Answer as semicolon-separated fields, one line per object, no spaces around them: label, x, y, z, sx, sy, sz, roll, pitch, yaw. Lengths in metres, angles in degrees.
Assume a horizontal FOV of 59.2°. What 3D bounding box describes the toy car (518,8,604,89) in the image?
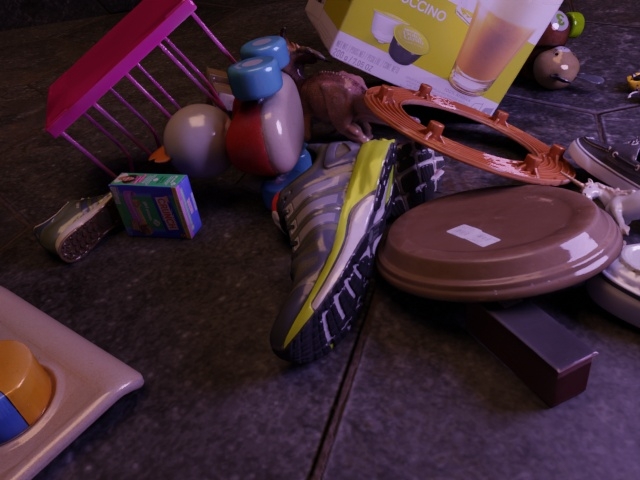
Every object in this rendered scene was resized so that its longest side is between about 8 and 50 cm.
toy car;0.473;-0.366;1.125;0.155;0.148;0.188;-6;44;-17

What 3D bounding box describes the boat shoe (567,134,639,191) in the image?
boat shoe;0.431;-0.099;0.760;0.080;0.076;0.228;11;30;-22

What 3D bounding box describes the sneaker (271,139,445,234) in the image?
sneaker;0.054;-0.086;0.809;0.279;0.107;0.118;-22;30;-23

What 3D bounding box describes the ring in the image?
ring;0.228;-0.175;0.854;0.337;0.032;0.336;16;27;-8

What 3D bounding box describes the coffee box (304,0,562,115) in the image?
coffee box;0.206;-0.481;1.054;0.338;0.334;0.338;18;29;-20

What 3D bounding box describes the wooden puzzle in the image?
wooden puzzle;-0.404;0.165;0.537;0.322;0.080;0.348;18;41;33

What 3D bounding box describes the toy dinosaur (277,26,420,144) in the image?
toy dinosaur;0.017;-0.254;0.972;0.296;0.200;0.127;17;40;30

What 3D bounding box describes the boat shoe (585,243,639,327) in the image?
boat shoe;0.454;0.023;0.523;0.367;0.156;0.136;11;38;25

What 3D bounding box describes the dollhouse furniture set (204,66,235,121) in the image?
dollhouse furniture set;-0.152;-0.261;1.144;0.161;0.101;0.182;8;28;-23

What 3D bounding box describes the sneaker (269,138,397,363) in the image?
sneaker;0.000;0.000;0.642;0.121;0.111;0.299;9;54;19

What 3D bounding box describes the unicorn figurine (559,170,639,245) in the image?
unicorn figurine;0.384;-0.042;0.694;0.162;0.060;0.111;-9;43;35

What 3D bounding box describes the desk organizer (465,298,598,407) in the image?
desk organizer;0.200;0.097;0.555;0.047;0.050;0.130;-19;36;-18

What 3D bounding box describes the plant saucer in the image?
plant saucer;0.199;-0.010;0.663;0.278;0.041;0.278;-11;21;4

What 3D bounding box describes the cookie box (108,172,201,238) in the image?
cookie box;-0.237;-0.050;0.816;0.107;0.091;0.040;3;38;14

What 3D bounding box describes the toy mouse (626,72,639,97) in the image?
toy mouse;0.643;-0.281;1.050;0.161;0.031;0.143;-32;41;-32

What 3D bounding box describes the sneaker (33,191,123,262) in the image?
sneaker;-0.342;-0.046;0.850;0.086;0.064;0.192;18;44;25

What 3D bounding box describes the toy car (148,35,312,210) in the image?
toy car;-0.150;-0.167;0.867;0.238;0.219;0.210;-8;33;8

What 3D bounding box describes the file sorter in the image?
file sorter;-0.285;-0.258;0.952;0.291;0.182;0.202;-40;38;5
